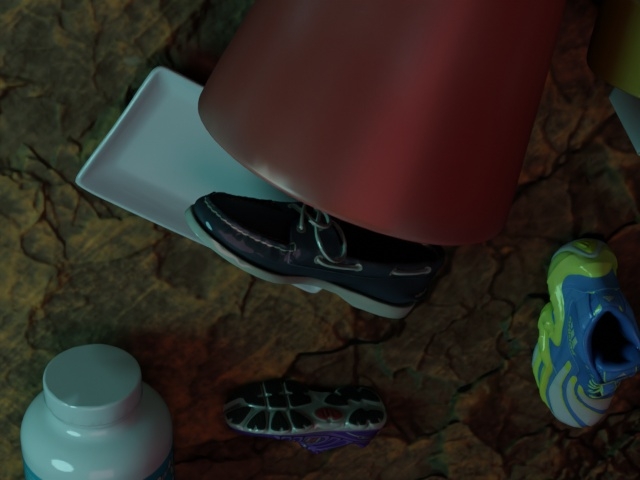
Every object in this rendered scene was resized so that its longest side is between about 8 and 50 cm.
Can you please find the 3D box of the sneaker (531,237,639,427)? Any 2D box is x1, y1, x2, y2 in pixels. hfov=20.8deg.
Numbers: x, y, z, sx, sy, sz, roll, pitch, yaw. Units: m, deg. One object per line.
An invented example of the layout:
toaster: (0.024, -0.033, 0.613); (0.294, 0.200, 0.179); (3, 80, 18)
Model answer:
sneaker: (0.265, 0.121, 1.727); (0.091, 0.126, 0.240); (-12, 128, -3)

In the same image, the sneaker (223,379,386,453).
sneaker: (-0.017, 0.189, 1.760); (0.170, 0.068, 0.071); (6, 131, -17)

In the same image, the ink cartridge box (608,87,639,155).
ink cartridge box: (0.341, -0.106, 1.587); (0.135, 0.099, 0.056); (18, 123, -22)

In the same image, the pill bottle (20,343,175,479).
pill bottle: (-0.214, 0.229, 1.695); (0.146, 0.146, 0.264); (-6, 128, -8)

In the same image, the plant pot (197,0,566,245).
plant pot: (0.070, -0.166, 1.401); (0.275, 0.275, 0.243); (14, 113, -22)

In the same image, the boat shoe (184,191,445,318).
boat shoe: (0.000, 0.000, 1.560); (0.254, 0.095, 0.079); (22, 121, -27)

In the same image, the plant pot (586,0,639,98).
plant pot: (0.367, -0.227, 1.425); (0.254, 0.254, 0.239); (7, 109, -17)

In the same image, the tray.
tray: (-0.072, -0.056, 1.581); (0.270, 0.030, 0.145); (25, 119, -28)
